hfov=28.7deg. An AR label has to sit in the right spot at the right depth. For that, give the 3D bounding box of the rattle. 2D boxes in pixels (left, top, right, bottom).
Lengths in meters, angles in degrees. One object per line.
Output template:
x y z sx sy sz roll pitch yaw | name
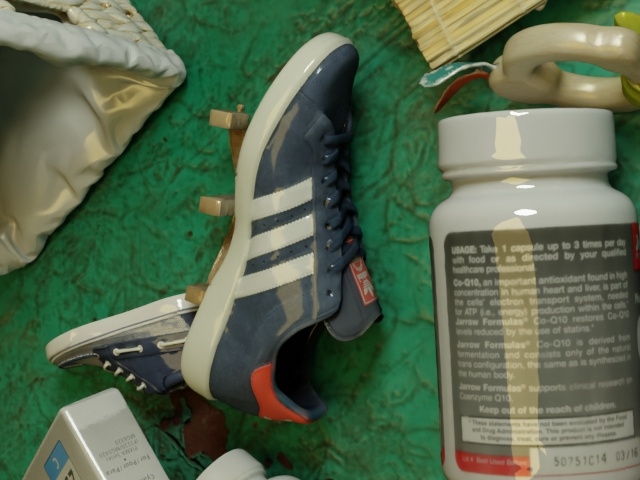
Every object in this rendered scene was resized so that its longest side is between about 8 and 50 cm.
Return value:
0.182 -0.172 0.992 0.200 0.130 0.142 4 91 45 | rattle

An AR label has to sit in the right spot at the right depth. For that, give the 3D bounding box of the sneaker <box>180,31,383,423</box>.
0.000 0.000 1.095 0.148 0.131 0.350 24 109 20 | sneaker

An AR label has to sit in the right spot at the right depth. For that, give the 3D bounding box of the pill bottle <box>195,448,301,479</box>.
-0.025 0.285 1.116 0.208 0.117 0.117 38 110 24 | pill bottle

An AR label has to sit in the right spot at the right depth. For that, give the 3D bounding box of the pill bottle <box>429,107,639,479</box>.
0.167 0.044 0.969 0.161 0.161 0.283 -3 91 30 | pill bottle

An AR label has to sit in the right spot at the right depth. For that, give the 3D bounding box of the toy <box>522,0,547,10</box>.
0.118 -0.299 1.044 0.237 0.056 0.137 30 107 20 | toy

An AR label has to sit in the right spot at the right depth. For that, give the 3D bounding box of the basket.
-0.379 -0.158 1.191 0.331 0.328 0.266 -45 66 24 | basket

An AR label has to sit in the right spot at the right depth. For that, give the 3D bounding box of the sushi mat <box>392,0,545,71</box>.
0.178 -0.276 0.976 0.316 0.019 0.151 -32 82 23 | sushi mat

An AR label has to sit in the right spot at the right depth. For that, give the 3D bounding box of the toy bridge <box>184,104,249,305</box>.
-0.087 -0.034 1.170 0.026 0.063 0.188 14 100 29 | toy bridge

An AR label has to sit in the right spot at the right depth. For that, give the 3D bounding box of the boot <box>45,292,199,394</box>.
-0.187 0.117 1.231 0.190 0.069 0.086 -20 79 28 | boot

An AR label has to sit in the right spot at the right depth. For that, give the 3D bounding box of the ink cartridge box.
-0.194 0.319 1.181 0.261 0.066 0.296 55 140 18 | ink cartridge box
